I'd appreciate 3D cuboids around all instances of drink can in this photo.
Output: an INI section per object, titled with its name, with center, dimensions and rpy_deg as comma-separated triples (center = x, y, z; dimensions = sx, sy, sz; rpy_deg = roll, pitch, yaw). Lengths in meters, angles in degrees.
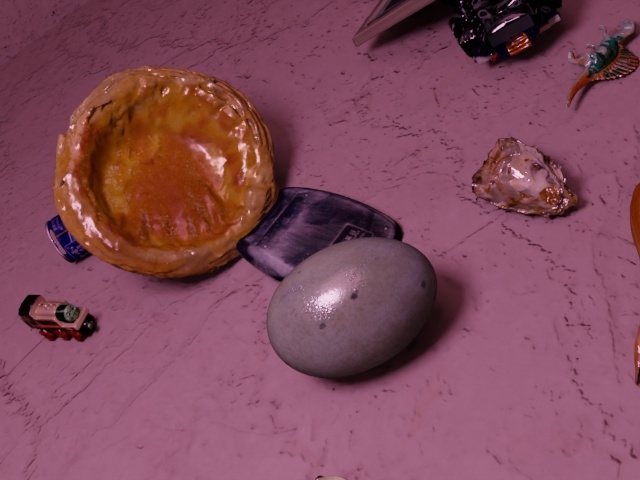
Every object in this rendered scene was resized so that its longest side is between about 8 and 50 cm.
[drink can]
center = -0.389, -0.056, 1.719
dimensions = 0.235, 0.097, 0.097
rpy_deg = -31, 38, 4

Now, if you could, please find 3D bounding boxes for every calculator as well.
[calculator]
center = 0.000, 0.000, 1.420
dimensions = 0.268, 0.040, 0.177
rpy_deg = 21, 62, 33

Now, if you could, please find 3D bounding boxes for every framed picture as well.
[framed picture]
center = 0.257, -0.558, 1.725
dimensions = 0.326, 0.028, 0.446
rpy_deg = -20, 29, 49

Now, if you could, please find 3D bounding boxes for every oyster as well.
[oyster]
center = 0.292, -0.084, 1.301
dimensions = 0.177, 0.056, 0.105
rpy_deg = 20, 74, 46

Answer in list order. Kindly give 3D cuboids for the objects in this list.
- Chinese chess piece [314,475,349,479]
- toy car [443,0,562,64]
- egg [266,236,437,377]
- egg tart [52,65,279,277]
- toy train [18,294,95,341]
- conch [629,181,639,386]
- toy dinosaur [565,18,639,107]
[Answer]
[Chinese chess piece]
center = 0.012, 0.320, 1.090
dimensions = 0.084, 0.034, 0.084
rpy_deg = -19, 42, 18
[toy car]
center = 0.312, -0.414, 1.583
dimensions = 0.193, 0.118, 0.301
rpy_deg = -28, 39, 22
[egg]
center = 0.041, 0.087, 1.206
dimensions = 0.236, 0.169, 0.169
rpy_deg = -23, 39, 7
[egg tart]
center = -0.260, -0.109, 1.552
dimensions = 0.388, 0.388, 0.169
rpy_deg = -53, -1, -22
[toy train]
center = -0.449, 0.132, 1.572
dimensions = 0.138, 0.087, 0.050
rpy_deg = -2, 51, 35
[conch]
center = 0.417, 0.019, 1.091
dimensions = 0.109, 0.093, 0.330
rpy_deg = 8, 73, 22
[toy dinosaur]
center = 0.435, -0.272, 1.413
dimensions = 0.106, 0.044, 0.187
rpy_deg = 2, 48, 16
